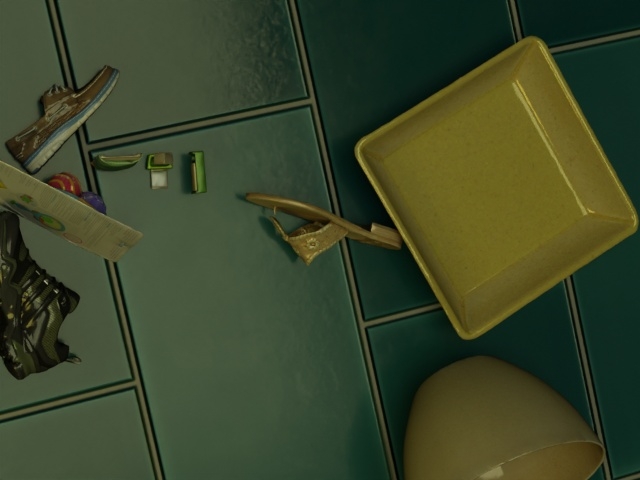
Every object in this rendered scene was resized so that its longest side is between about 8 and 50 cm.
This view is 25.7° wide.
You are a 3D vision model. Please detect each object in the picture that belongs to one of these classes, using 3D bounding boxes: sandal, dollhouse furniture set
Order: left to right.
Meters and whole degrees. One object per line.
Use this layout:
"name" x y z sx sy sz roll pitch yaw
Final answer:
"dollhouse furniture set" -0.235 -0.090 1.913 0.152 0.076 0.058 -3 91 -16
"sandal" 0.002 0.000 1.974 0.240 0.088 0.079 15 82 -20

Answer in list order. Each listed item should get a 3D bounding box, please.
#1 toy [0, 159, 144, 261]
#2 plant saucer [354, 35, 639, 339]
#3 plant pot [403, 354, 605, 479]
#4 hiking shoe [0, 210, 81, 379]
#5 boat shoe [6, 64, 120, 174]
"toy" -0.352 -0.059 1.859 0.237 0.137 0.056 25 66 -16
"plant saucer" 0.250 -0.077 2.044 0.333 0.081 0.332 -32 99 -13
"plant pot" 0.230 0.275 1.972 0.284 0.284 0.191 -17 61 -14
"hiking shoe" -0.386 0.067 1.882 0.114 0.086 0.226 -12 100 -28
"boat shoe" -0.347 -0.176 1.885 0.066 0.066 0.183 43 80 -11
